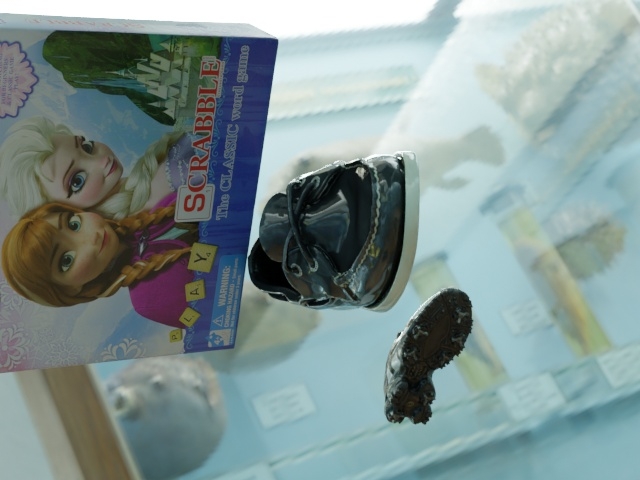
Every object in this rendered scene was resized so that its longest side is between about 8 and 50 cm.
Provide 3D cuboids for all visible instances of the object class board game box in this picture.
[{"bbox_3d":[-0.208,-0.041,1.175,0.318,0.066,0.318,-4,-67,-32],"label":"board game box"}]

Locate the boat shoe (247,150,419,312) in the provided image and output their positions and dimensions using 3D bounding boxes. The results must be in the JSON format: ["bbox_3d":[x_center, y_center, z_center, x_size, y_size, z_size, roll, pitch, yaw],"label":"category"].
[{"bbox_3d":[0.000,-0.004,1.118,0.113,0.127,0.340,5,-6,-10],"label":"boat shoe"}]

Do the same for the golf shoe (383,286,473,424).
[{"bbox_3d":[0.116,0.121,1.529,0.077,0.094,0.198,13,-58,-17],"label":"golf shoe"}]
